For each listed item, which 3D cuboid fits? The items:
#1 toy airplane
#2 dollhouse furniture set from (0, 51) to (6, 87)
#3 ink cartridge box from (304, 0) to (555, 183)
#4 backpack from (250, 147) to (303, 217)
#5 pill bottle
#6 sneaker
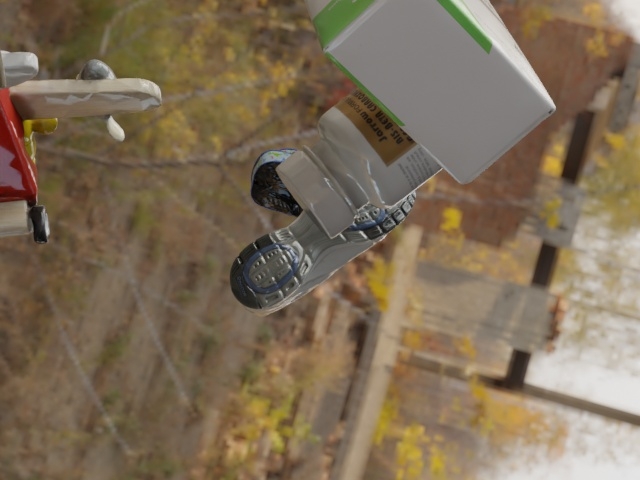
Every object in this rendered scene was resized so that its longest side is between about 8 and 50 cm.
[{"bbox_3d":[-0.493,-0.200,2.015,0.384,0.386,0.272,-38,-141,29],"label":"toy airplane"},{"bbox_3d":[-0.485,-0.187,1.437,0.301,0.151,0.197,-41,140,-43],"label":"dollhouse furniture set"},{"bbox_3d":[0.084,-0.207,1.264,0.115,0.198,0.273,-41,-150,16],"label":"ink cartridge box"},{"bbox_3d":[-0.055,-0.097,2.190,0.084,0.114,0.105,-94,-161,-57],"label":"backpack"},{"bbox_3d":[0.070,-0.110,1.509,0.229,0.131,0.131,-38,169,-3],"label":"pill bottle"},{"bbox_3d":[0.000,0.000,1.866,0.297,0.111,0.129,-32,166,-12],"label":"sneaker"}]
